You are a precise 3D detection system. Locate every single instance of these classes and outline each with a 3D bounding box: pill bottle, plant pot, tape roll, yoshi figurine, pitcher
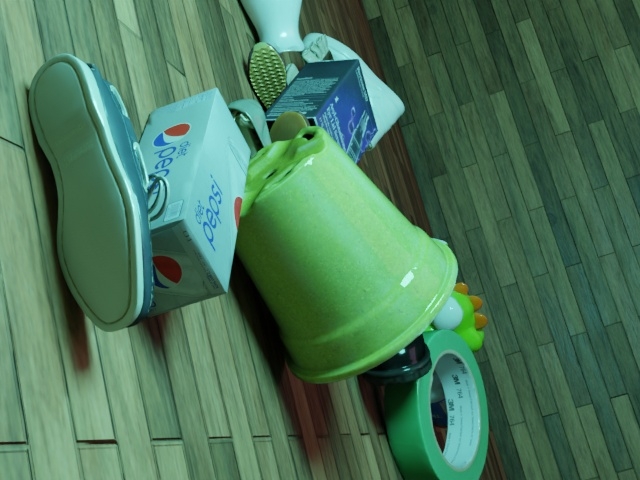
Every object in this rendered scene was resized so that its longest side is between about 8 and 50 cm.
[{"bbox_3d":[0.259,0.324,2.030,0.221,0.124,0.124,57,19,-46],"label":"pill bottle"},{"bbox_3d":[0.000,0.000,1.188,0.254,0.276,0.276,54,19,-21],"label":"plant pot"},{"bbox_3d":[0.237,0.340,1.796,0.321,0.077,0.322,24,62,-54],"label":"tape roll"},{"bbox_3d":[0.214,0.131,2.061,0.362,0.203,0.203,51,-26,-2],"label":"yoshi figurine"},{"bbox_3d":[-0.095,-0.455,1.712,0.178,0.125,0.207,-142,-140,-76],"label":"pitcher"}]

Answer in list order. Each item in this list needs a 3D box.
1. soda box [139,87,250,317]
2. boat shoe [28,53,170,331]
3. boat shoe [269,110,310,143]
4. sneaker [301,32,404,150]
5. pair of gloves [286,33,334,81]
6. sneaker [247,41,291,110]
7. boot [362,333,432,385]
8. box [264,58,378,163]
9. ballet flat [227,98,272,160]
[{"bbox_3d":[-0.143,-0.050,0.963,0.286,0.091,0.098,-88,156,-56],"label":"soda box"},{"bbox_3d":[-0.186,-0.041,0.784,0.079,0.095,0.255,17,45,-60],"label":"boat shoe"},{"bbox_3d":[-0.044,-0.099,1.396,0.073,0.073,0.207,-34,131,-67],"label":"boat shoe"},{"bbox_3d":[0.043,-0.338,2.091,0.292,0.169,0.108,39,-25,-6],"label":"sneaker"},{"bbox_3d":[0.002,-0.306,1.910,0.204,0.042,0.240,65,31,-26],"label":"pair of gloves"},{"bbox_3d":[-0.084,-0.279,1.605,0.084,0.069,0.186,-105,176,-52],"label":"sneaker"},{"bbox_3d":[0.098,0.091,1.663,0.348,0.131,0.260,-104,178,-70],"label":"boot"},{"bbox_3d":[0.003,-0.199,1.557,0.207,0.108,0.153,-59,140,-43],"label":"box"},{"bbox_3d":[-0.094,-0.105,1.338,0.068,0.072,0.213,-20,90,-50],"label":"ballet flat"}]
